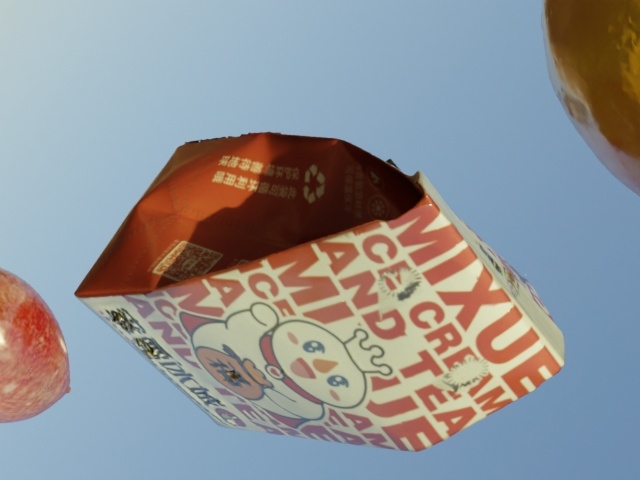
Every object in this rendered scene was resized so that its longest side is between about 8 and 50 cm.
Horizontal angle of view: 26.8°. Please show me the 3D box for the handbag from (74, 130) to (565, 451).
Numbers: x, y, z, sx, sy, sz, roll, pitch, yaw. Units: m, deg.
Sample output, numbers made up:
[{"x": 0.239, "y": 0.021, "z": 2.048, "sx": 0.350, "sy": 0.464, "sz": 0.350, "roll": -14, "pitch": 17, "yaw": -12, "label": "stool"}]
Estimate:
[{"x": -0.001, "y": 0.029, "z": 0.843, "sx": 0.298, "sy": 0.171, "sz": 0.151, "roll": -2, "pitch": -132, "yaw": 52, "label": "handbag"}]

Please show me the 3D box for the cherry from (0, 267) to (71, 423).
[{"x": -0.252, "y": 0.042, "z": 0.853, "sx": 0.107, "sy": 0.225, "sz": 0.090, "roll": -27, "pitch": -148, "yaw": 49, "label": "cherry"}]

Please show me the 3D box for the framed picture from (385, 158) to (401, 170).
[{"x": 0.000, "y": 0.000, "z": 1.260, "sx": 0.128, "sy": 0.023, "sz": 0.168, "roll": -31, "pitch": 166, "yaw": -31, "label": "framed picture"}]

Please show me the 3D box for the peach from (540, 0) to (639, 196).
[{"x": 0.279, "y": -0.133, "z": 0.836, "sx": 0.289, "sy": 0.289, "sz": 0.308, "roll": -30, "pitch": -132, "yaw": 41, "label": "peach"}]
